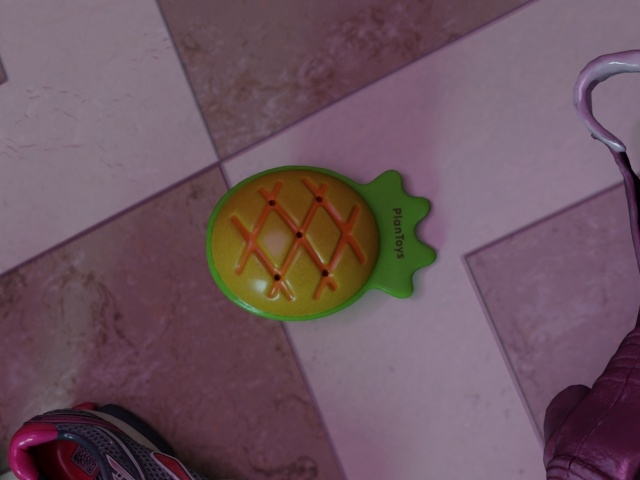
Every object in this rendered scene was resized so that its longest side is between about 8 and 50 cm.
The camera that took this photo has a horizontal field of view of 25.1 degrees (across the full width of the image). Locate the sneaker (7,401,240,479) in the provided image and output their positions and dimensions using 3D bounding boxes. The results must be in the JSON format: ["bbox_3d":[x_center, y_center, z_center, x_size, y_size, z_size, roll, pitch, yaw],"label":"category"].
[{"bbox_3d":[-0.130,0.238,1.189,0.299,0.112,0.121,25,95,20],"label":"sneaker"}]

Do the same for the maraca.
[{"bbox_3d":[0.000,0.000,1.168,0.185,0.099,0.127,-5,86,-5],"label":"maraca"}]

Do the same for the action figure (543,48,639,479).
[{"bbox_3d":[0.246,0.093,0.953,0.248,0.276,0.370,7,56,50],"label":"action figure"}]
